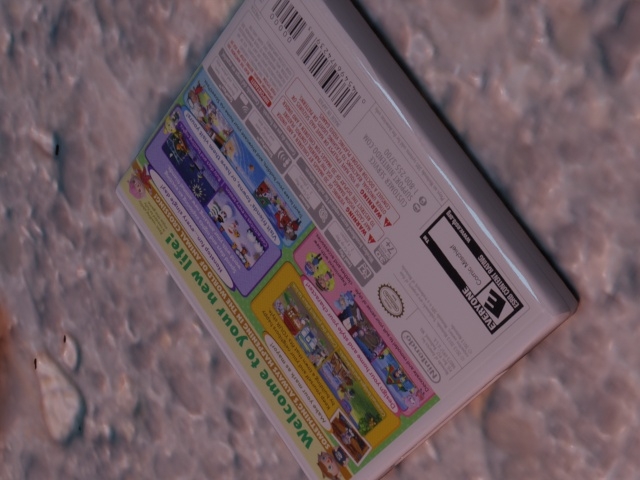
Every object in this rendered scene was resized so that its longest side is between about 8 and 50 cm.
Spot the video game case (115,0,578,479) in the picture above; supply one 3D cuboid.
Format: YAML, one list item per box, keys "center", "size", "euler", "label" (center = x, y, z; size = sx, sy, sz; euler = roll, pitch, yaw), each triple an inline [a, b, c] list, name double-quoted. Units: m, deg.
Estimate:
- center: [0.000, 0.000, 0.699]
  size: [0.212, 0.023, 0.193]
  euler: [54, 134, 14]
  label: "video game case"
